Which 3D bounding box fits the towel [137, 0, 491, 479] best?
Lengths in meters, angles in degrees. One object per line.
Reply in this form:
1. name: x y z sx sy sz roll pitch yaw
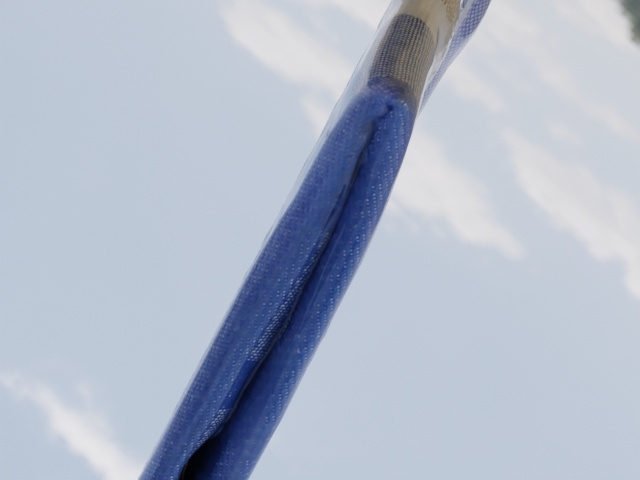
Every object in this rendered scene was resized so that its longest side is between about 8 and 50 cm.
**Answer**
1. towel: 0.000 0.000 0.615 0.034 0.209 0.285 27 -158 -1
